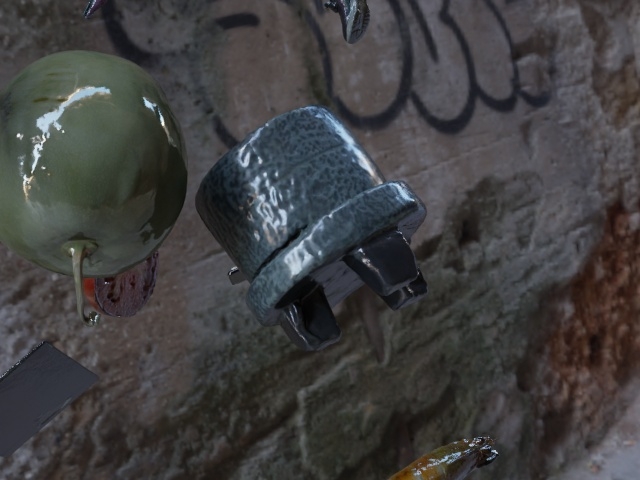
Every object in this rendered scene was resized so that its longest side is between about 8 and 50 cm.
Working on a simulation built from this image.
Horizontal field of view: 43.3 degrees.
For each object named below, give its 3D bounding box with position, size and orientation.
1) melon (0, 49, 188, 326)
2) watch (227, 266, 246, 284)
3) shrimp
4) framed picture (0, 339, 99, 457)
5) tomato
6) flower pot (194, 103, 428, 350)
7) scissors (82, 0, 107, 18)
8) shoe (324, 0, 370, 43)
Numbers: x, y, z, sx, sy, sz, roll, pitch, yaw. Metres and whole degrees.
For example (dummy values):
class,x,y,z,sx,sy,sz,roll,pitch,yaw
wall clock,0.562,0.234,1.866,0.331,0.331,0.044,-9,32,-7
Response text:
class,x,y,z,sx,sy,sz,roll,pitch,yaw
melon,-0.288,-0.094,0.984,0.272,0.271,0.308,-16,37,-16
watch,-0.086,-0.043,1.569,0.269,0.164,0.102,-27,-18,-8
shrimp,0.164,0.350,1.198,0.249,0.068,0.150,-15,-18,-23
framed picture,-0.562,0.310,1.528,0.244,0.013,0.324,-41,-16,-12
tomato,-0.450,0.059,1.770,0.085,0.224,0.225,12,23,24
flower pot,0.000,0.000,1.123,0.299,0.282,0.299,-35,-14,-10
scissors,-0.278,-0.392,1.129,0.187,0.133,0.020,-41,38,1
shoe,0.054,-0.529,1.808,0.100,0.168,0.071,13,19,28
